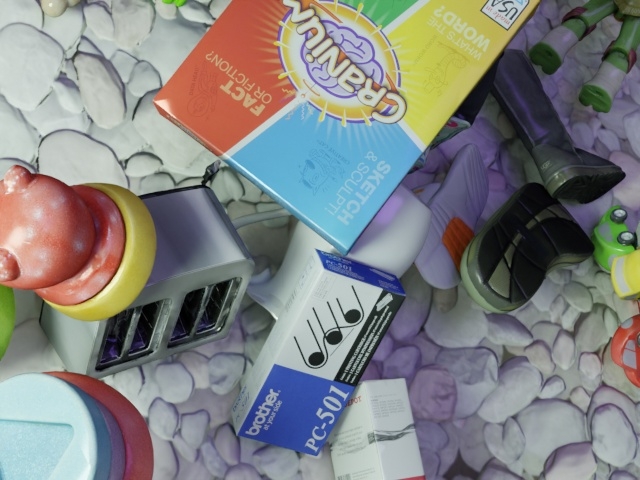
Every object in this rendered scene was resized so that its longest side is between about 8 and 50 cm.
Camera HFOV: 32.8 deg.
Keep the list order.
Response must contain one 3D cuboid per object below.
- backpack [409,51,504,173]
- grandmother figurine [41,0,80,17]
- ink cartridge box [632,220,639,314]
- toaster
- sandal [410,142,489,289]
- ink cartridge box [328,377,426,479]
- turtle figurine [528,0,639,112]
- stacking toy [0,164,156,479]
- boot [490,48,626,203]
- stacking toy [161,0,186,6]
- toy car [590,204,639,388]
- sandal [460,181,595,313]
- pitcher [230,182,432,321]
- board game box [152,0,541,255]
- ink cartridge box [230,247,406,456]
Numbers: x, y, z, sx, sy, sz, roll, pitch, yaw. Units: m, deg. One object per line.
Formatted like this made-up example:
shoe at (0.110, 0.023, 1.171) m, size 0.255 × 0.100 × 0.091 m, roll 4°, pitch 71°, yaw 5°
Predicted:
backpack at (0.042, -0.186, 1.215) m, size 0.253 × 0.225 × 0.191 m, roll 29°, pitch 82°, yaw -8°
grandmother figurine at (-0.297, -0.348, 1.173) m, size 0.342 × 0.104 × 0.208 m, roll -18°, pitch 108°, yaw -36°
ink cartridge box at (0.452, 0.046, 1.399) m, size 0.078 × 0.231 × 0.134 m, roll -7°, pitch 72°, yaw 6°
toaster at (-0.165, 0.037, 1.036) m, size 0.168 × 0.186 × 0.110 m, roll -16°, pitch 58°, yaw -34°
sandal at (0.140, -0.026, 1.307) m, size 0.102 × 0.076 × 0.265 m, roll 66°, pitch 31°, yaw -22°
ink cartridge box at (0.057, 0.221, 1.145) m, size 0.056 × 0.099 × 0.135 m, roll -2°, pitch 73°, yaw -30°
turtle figurine at (0.413, -0.316, 1.548) m, size 0.266 × 0.274 × 0.198 m, roll -51°, pitch 123°, yaw -13°
stacking toy at (-0.280, 0.103, 0.887) m, size 0.130 × 0.279 × 0.309 m, roll 27°, pitch 55°, yaw -63°
boot at (0.304, -0.153, 1.446) m, size 0.189 × 0.076 × 0.208 m, roll 7°, pitch 47°, yaw -54°
stacking toy at (-0.072, -0.317, 1.237) m, size 0.221 × 0.167 × 0.052 m, roll 5°, pitch 67°, yaw -26°
toy car at (0.383, 0.047, 1.389) m, size 0.053 × 0.239 × 0.225 m, roll -8°, pitch 43°, yaw 5°
sandal at (0.238, 0.012, 1.327) m, size 0.120 × 0.086 × 0.302 m, roll 53°, pitch 39°, yaw 9°
pitcher at (0.000, 0.000, 1.156) m, size 0.178 × 0.125 × 0.207 m, roll 42°, pitch 97°, yaw 0°
board game box at (0.028, -0.182, 1.072) m, size 0.242 × 0.064 × 0.316 m, roll 37°, pitch 85°, yaw 3°
ink cartridge box at (-0.004, 0.116, 1.102) m, size 0.097 × 0.207 × 0.046 m, roll 19°, pitch 22°, yaw -22°
